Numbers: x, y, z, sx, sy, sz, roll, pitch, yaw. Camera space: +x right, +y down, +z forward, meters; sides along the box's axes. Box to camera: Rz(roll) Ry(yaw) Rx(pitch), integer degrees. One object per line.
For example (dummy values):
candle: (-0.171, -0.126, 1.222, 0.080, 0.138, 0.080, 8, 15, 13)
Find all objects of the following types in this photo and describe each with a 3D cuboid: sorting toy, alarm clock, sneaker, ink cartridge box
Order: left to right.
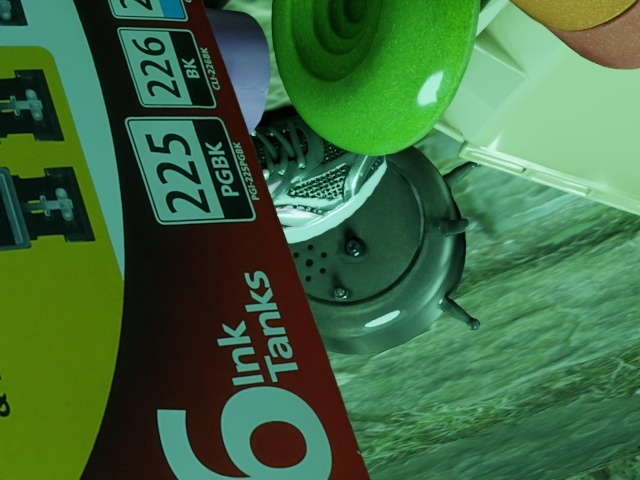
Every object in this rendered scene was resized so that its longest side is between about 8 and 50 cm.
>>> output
ink cartridge box: (-0.163, -0.006, 0.578, 0.272, 0.309, 0.130, -6, 156, -36)
sneaker: (-0.047, -0.034, 0.997, 0.178, 0.072, 0.077, -28, 150, 6)
sorting toy: (-0.004, -0.105, 0.707, 0.126, 0.127, 0.365, 1, 170, -36)
alarm clock: (0.000, 0.000, 1.054, 0.192, 0.129, 0.064, -3, 164, 15)

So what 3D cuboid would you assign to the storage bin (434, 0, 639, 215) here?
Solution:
storage bin: (0.207, -0.121, 0.800, 0.260, 0.123, 0.262, 17, 148, -17)
